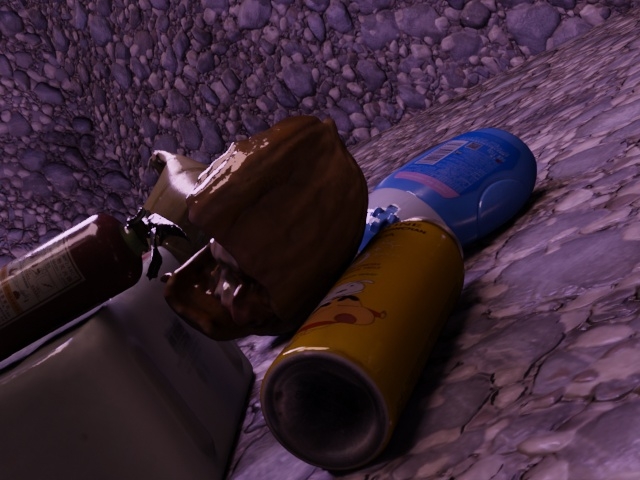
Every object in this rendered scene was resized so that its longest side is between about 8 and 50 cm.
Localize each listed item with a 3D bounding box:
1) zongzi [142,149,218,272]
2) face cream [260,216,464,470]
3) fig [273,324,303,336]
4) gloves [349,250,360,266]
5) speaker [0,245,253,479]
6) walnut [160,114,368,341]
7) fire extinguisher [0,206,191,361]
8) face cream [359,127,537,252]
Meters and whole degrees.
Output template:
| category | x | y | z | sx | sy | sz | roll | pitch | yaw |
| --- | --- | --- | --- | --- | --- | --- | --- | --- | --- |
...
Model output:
| category | x | y | z | sx | sy | sz | roll | pitch | yaw |
| --- | --- | --- | --- | --- | --- | --- | --- | --- | --- |
| zongzi | -0.180 | 0.084 | 1.459 | 0.418 | 0.181 | 0.447 | 8 | -51 | -46 |
| face cream | 0.059 | 0.062 | 0.817 | 0.105 | 0.105 | 0.348 | -25 | 10 | 27 |
| fig | -0.018 | 0.055 | 1.142 | 0.177 | 0.117 | 0.117 | -13 | 17 | 30 |
| gloves | 0.058 | 0.001 | 1.188 | 0.094 | 0.110 | 0.144 | 11 | -3 | -18 |
| speaker | -0.197 | 0.148 | 0.908 | 0.183 | 0.184 | 0.406 | -30 | 9 | 8 |
| walnut | -0.035 | -0.001 | 0.873 | 0.204 | 0.141 | 0.238 | -34 | -17 | -32 |
| fire extinguisher | -0.211 | 0.039 | 0.775 | 0.231 | 0.071 | 0.099 | -28 | 37 | 6 |
| face cream | 0.145 | -0.047 | 1.097 | 0.149 | 0.083 | 0.264 | 28 | 45 | 36 |
